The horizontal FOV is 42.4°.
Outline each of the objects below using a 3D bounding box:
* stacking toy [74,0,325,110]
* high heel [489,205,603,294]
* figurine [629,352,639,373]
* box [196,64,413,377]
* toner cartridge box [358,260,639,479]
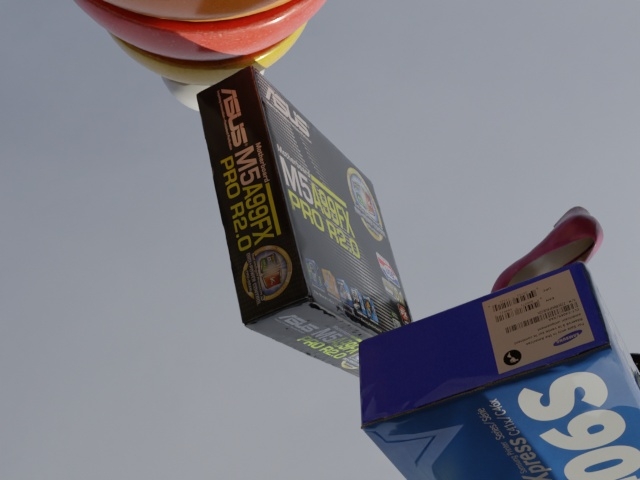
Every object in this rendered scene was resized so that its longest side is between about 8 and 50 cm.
[{"bbox_3d":[-0.104,-0.261,0.731,0.350,0.480,0.351,1,-106,-5],"label":"stacking toy"},{"bbox_3d":[0.305,0.064,1.147,0.082,0.117,0.244,37,-69,-2],"label":"high heel"},{"bbox_3d":[0.441,0.211,1.105,0.209,0.215,0.092,-11,-120,4],"label":"figurine"},{"bbox_3d":[0.000,0.000,0.747,0.060,0.270,0.216,-23,-117,18],"label":"box"},{"bbox_3d":[0.179,0.177,0.614,0.165,0.348,0.075,-22,-142,21],"label":"toner cartridge box"}]
